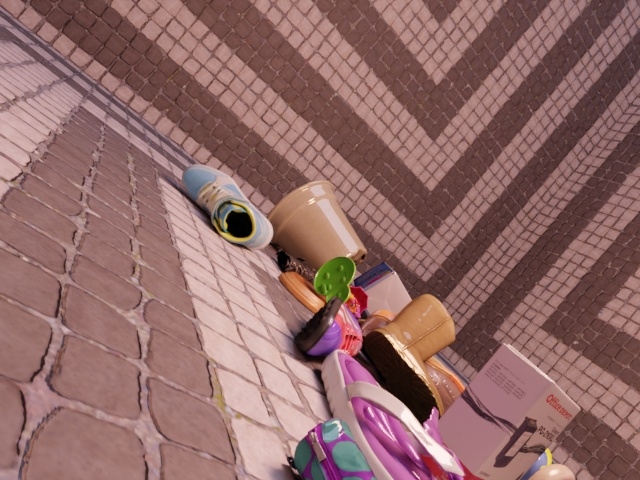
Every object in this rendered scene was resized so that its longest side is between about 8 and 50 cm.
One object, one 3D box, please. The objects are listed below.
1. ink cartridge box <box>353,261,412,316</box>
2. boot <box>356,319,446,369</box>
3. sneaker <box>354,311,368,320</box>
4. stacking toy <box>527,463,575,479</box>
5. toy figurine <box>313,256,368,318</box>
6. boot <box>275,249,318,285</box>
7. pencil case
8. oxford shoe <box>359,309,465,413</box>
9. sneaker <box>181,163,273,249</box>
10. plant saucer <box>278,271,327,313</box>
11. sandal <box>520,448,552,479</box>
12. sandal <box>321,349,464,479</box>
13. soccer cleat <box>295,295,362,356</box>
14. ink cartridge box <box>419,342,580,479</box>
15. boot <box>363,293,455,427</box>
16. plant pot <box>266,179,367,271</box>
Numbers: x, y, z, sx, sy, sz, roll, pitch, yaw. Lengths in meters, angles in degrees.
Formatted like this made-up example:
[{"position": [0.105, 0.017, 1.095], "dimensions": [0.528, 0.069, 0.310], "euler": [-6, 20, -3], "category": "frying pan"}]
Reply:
[{"position": [0.241, 0.232, 1.691], "dimensions": [0.270, 0.151, 0.395], "euler": [60, 5, -1], "category": "ink cartridge box"}, {"position": [0.216, 0.311, 1.336], "dimensions": [0.261, 0.095, 0.203], "euler": [33, -4, 36], "category": "boot"}, {"position": [0.144, 0.266, 1.715], "dimensions": [0.152, 0.054, 0.061], "euler": [39, 5, -30], "category": "sneaker"}, {"position": [0.461, 0.512, 0.741], "dimensions": [0.141, 0.141, 0.330], "euler": [38, 1, -37], "category": "stacking toy"}, {"position": [0.079, 0.156, 1.344], "dimensions": [0.159, 0.130, 0.173], "euler": [50, 17, -36], "category": "toy figurine"}, {"position": [-0.022, 0.128, 1.504], "dimensions": [0.228, 0.091, 0.263], "euler": [32, 2, -32], "category": "boot"}, {"position": [0.026, 0.218, 0.398], "dimensions": [0.070, 0.064, 0.151], "euler": [57, -7, -29], "category": "pencil case"}, {"position": [0.212, 0.331, 1.122], "dimensions": [0.364, 0.130, 0.132], "euler": [45, 34, 13], "category": "oxford shoe"}, {"position": [-0.267, -0.106, 1.303], "dimensions": [0.319, 0.127, 0.208], "euler": [39, 1, 6], "category": "sneaker"}, {"position": [-0.028, 0.150, 1.338], "dimensions": [0.200, 0.037, 0.200], "euler": [39, 2, -2], "category": "plant saucer"}, {"position": [0.470, 0.525, 1.275], "dimensions": [0.138, 0.126, 0.317], "euler": [36, -6, -7], "category": "sandal"}, {"position": [0.103, 0.246, 0.645], "dimensions": [0.169, 0.102, 0.416], "euler": [39, 3, -27], "category": "sandal"}, {"position": [0.033, 0.179, 0.928], "dimensions": [0.116, 0.109, 0.318], "euler": [44, 0, 6], "category": "soccer cleat"}, {"position": [0.290, 0.309, 0.796], "dimensions": [0.172, 0.237, 0.100], "euler": [38, 3, -42], "category": "ink cartridge box"}, {"position": [0.233, 0.247, 1.055], "dimensions": [0.269, 0.089, 0.236], "euler": [-14, 71, -53], "category": "boot"}, {"position": [0.000, 0.000, 1.824], "dimensions": [0.306, 0.333, 0.334], "euler": [53, 6, 20], "category": "plant pot"}]
